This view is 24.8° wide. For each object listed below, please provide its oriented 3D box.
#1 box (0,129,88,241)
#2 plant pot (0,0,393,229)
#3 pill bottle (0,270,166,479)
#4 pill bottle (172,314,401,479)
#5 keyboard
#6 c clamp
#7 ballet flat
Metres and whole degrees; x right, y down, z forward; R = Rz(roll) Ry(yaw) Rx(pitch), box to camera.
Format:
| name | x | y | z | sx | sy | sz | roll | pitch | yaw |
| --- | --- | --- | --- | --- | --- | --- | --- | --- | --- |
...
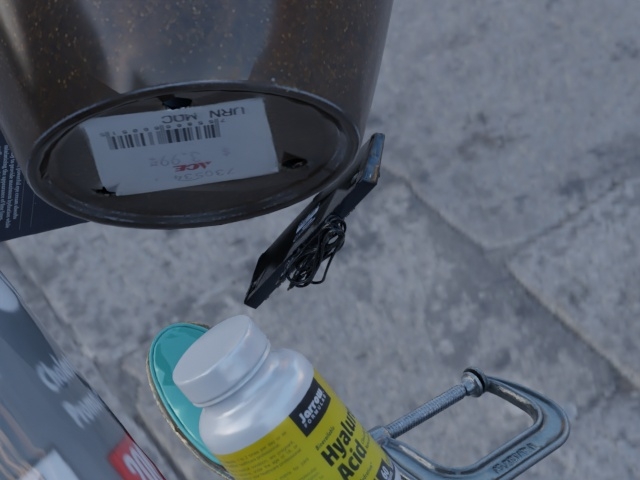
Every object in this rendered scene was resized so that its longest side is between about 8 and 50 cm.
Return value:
| name | x | y | z | sx | sy | sz | roll | pitch | yaw |
| --- | --- | --- | --- | --- | --- | --- | --- | --- | --- |
| box | -0.298 | -0.180 | 1.561 | 0.312 | 0.343 | 0.179 | -12 | 54 | -26 |
| plant pot | -0.055 | -0.129 | 0.500 | 0.215 | 0.215 | 0.230 | -11 | 68 | 9 |
| pill bottle | -0.168 | 0.024 | 0.358 | 0.161 | 0.283 | 0.161 | -37 | 3 | 3 |
| pill bottle | -0.018 | 0.094 | 0.706 | 0.065 | 0.116 | 0.065 | -34 | 19 | 14 |
| keyboard | 0.000 | 0.000 | 1.200 | 0.192 | 0.038 | 0.100 | -47 | 16 | 40 |
| c clamp | 0.084 | 0.124 | 0.988 | 0.161 | 0.022 | 0.137 | -20 | 36 | -34 |
| ballet flat | -0.024 | 0.125 | 0.860 | 0.073 | 0.067 | 0.206 | -47 | 61 | -4 |
